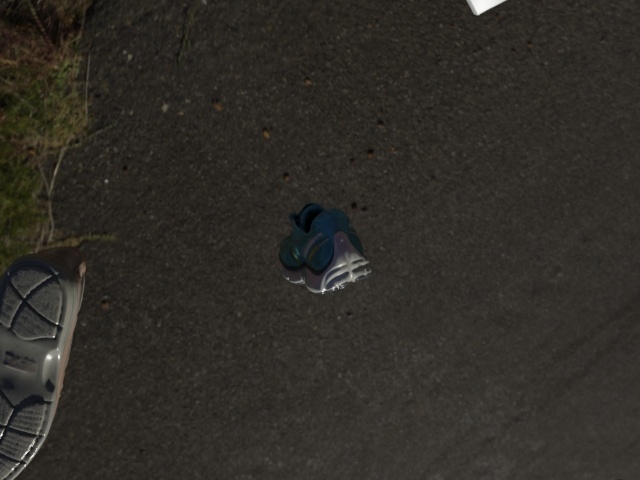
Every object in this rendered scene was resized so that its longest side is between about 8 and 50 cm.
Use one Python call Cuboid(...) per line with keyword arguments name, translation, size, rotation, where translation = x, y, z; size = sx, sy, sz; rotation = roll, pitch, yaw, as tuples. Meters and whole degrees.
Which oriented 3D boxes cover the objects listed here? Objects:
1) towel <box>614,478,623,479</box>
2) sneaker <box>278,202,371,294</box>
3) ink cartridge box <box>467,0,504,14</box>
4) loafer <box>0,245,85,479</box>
Cuboid(name="towel", translation=(0.215, 0.271, 0.323), size=(0.056, 0.324, 0.312), rotation=(49, 64, -11))
Cuboid(name="sneaker", translation=(0.000, 0.000, 0.901), size=(0.107, 0.275, 0.109), rotation=(-17, 96, -15))
Cuboid(name="ink cartridge box", translation=(0.173, -0.403, 0.770), size=(0.087, 0.153, 0.208), rotation=(-21, 140, 26))
Cuboid(name="loafer", translation=(-0.139, 0.061, 0.308), size=(0.045, 0.039, 0.125), rotation=(24, 104, -2))
